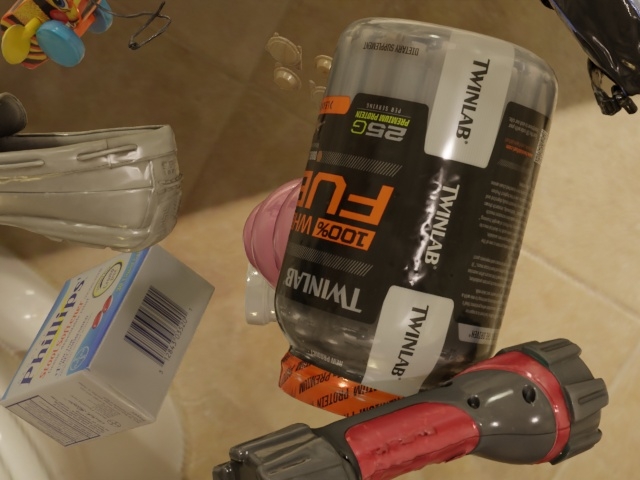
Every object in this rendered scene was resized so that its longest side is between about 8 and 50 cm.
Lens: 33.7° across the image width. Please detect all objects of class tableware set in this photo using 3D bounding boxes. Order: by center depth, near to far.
[{"bbox_3d":[-0.024,-0.290,1.847,0.169,0.141,0.020,26,60,10],"label":"tableware set"}]

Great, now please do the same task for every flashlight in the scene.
[{"bbox_3d":[0.080,0.154,0.793,0.103,0.304,0.103,60,142,23],"label":"flashlight"}]

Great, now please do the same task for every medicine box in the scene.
[{"bbox_3d":[-0.351,0.174,1.741,0.149,0.263,0.289,41,140,-25],"label":"medicine box"}]

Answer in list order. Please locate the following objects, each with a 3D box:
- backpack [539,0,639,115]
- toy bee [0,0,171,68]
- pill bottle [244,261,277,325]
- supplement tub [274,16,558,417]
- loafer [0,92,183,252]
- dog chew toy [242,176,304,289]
[{"bbox_3d":[0.461,-0.362,1.612,0.213,0.263,0.276,-31,96,21],"label":"backpack"},{"bbox_3d":[-0.354,-0.337,1.458,0.298,0.195,0.162,-19,126,26],"label":"toy bee"},{"bbox_3d":[0.015,0.090,1.839,0.279,0.162,0.162,4,93,3],"label":"pill bottle"},{"bbox_3d":[0.079,-0.013,0.954,0.207,0.207,0.337,14,90,18],"label":"supplement tub"},{"bbox_3d":[-0.271,-0.069,0.870,0.320,0.112,0.111,7,108,0],"label":"loafer"},{"bbox_3d":[0.000,0.000,1.463,0.332,0.207,0.206,3,93,61],"label":"dog chew toy"}]
